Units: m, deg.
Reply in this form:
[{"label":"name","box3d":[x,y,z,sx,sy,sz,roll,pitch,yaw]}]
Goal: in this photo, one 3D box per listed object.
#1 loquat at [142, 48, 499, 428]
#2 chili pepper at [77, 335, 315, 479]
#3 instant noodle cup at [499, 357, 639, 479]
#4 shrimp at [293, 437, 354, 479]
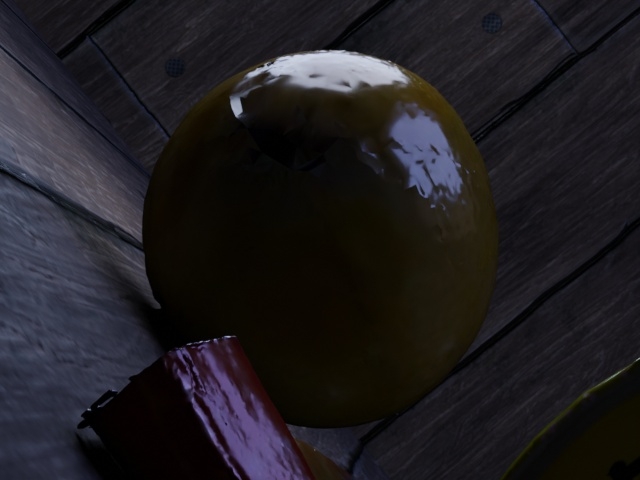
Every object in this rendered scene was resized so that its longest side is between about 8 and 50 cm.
[{"label":"loquat","box3d":[0.000,0.000,1.116,0.263,0.263,0.263,52,-1,2]},{"label":"chili pepper","box3d":[-0.013,0.117,0.575,0.169,0.065,0.088,55,0,12]},{"label":"instant noodle cup","box3d":[0.229,0.222,0.644,0.325,0.326,0.254,52,18,-31]},{"label":"shrimp","box3d":[0.028,0.177,0.774,0.249,0.068,0.150,45,17,-54]}]
